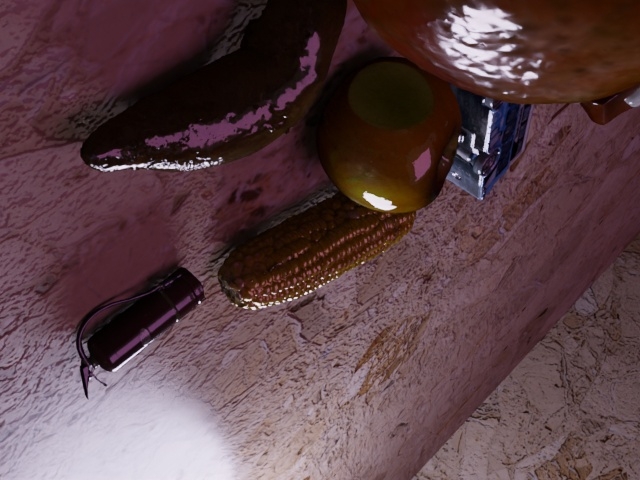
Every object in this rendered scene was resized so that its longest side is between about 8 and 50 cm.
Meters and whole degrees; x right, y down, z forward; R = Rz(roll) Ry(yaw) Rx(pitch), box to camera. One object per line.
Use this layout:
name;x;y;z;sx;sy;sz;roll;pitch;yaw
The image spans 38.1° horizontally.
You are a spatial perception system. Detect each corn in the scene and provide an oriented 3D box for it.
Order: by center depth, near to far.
corn;0.000;0.000;1.096;0.291;0.101;0.101;-25;144;-38

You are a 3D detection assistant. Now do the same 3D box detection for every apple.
apple;0.081;-0.111;1.016;0.163;0.147;0.146;-44;155;-21

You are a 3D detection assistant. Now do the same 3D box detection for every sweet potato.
sweet potato;-0.064;-0.139;0.796;0.310;0.098;0.124;-44;132;-13

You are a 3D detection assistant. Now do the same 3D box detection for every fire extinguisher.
fire extinguisher;-0.191;0.083;0.940;0.157;0.045;0.078;-39;124;-24

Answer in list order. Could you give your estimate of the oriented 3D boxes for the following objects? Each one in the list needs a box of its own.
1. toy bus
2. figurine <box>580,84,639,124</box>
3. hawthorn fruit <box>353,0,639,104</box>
toy bus;0.214;-0.186;1.199;0.131;0.106;0.297;-44;156;-22
figurine;0.417;-0.305;1.297;0.338;0.204;0.284;-50;132;-34
hawthorn fruit;0.163;-0.281;0.703;0.403;0.403;0.403;-39;152;-26
